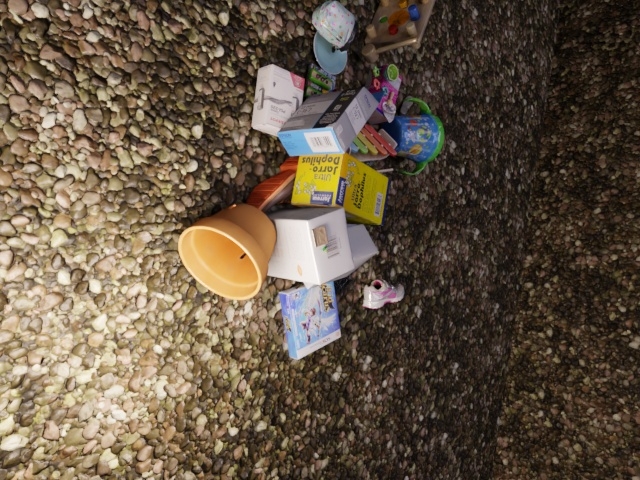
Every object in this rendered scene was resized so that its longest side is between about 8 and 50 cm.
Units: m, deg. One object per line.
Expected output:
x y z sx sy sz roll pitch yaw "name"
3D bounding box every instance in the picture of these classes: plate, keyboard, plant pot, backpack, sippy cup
0.036 -0.766 1.853 0.188 0.024 0.188 -4 96 -44 "plate"
0.118 0.159 1.960 0.192 0.038 0.100 -45 141 -37 "keyboard"
-0.274 0.016 1.467 0.291 0.291 0.203 62 38 -27 "plant pot"
0.057 -0.841 1.775 0.182 0.115 0.152 25 78 -38 "backpack"
0.400 -0.472 2.091 0.224 0.240 0.305 -4 66 -32 "sippy cup"

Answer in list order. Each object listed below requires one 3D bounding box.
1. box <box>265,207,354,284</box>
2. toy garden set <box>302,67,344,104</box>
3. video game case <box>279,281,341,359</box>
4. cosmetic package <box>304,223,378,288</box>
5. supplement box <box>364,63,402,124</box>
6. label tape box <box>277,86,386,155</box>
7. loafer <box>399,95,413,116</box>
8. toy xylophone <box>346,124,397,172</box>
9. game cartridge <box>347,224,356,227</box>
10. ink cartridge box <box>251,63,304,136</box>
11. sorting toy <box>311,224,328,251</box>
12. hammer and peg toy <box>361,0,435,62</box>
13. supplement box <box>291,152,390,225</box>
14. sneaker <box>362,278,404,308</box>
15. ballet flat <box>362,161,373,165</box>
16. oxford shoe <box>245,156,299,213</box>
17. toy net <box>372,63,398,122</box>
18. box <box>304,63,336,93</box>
-0.074 0.008 1.580 0.168 0.345 0.215 -22 107 -39 "box"
0.015 -0.518 1.807 0.203 0.049 0.244 15 91 -43 "toy garden set"
-0.035 0.300 1.832 0.244 0.061 0.270 -18 105 -42 "video game case"
0.057 0.061 1.769 0.224 0.224 0.138 -14 69 -42 "cosmetic package"
0.260 -0.636 2.009 0.114 0.111 0.220 28 73 -39 "supplement box"
0.044 -0.448 1.612 0.348 0.249 0.115 -58 134 -28 "label tape box"
0.407 -0.643 2.202 0.045 0.039 0.125 33 64 -4 "loafer"
0.198 -0.381 1.922 0.322 0.236 0.081 -24 154 -45 "toy xylophone"
0.062 -0.144 1.900 0.198 0.062 0.297 -21 107 -36 "game cartridge"
-0.151 -0.495 1.651 0.158 0.092 0.218 8 89 -43 "ink cartridge box"
0.000 0.000 1.406 0.062 0.012 0.083 -20 102 -43 "sorting toy"
0.329 -0.897 1.958 0.127 0.266 0.361 44 61 -56 "hammer and peg toy"
0.086 -0.185 1.711 0.356 0.194 0.195 16 82 -54 "supplement box"
0.294 0.229 2.104 0.252 0.103 0.111 -14 104 -42 "sneaker"
0.170 -0.313 1.983 0.188 0.070 0.070 -39 118 -31 "ballet flat"
-0.131 -0.178 1.671 0.364 0.130 0.133 -47 128 -31 "oxford shoe"
0.281 -0.615 1.923 0.122 0.045 0.232 -16 102 -40 "toy net"
0.000 -0.630 1.825 0.137 0.027 0.094 13 85 -43 "box"
